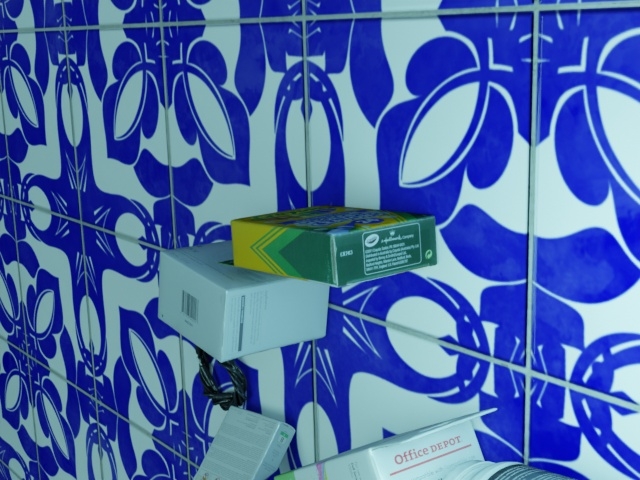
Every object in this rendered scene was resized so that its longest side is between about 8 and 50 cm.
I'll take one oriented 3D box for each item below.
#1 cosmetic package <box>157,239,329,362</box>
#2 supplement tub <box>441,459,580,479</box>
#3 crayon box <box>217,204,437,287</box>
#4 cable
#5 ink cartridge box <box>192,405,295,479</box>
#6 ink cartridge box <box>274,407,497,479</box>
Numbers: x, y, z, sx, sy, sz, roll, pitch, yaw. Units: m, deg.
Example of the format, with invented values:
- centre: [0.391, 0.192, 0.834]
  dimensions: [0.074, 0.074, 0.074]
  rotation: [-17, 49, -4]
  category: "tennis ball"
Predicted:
- centre: [-0.139, 0.095, 1.691]
  dimensions: [0.224, 0.225, 0.138]
  rotation: [25, 116, 47]
  category: "cosmetic package"
- centre: [0.291, 0.399, 1.233]
  dimensions: [0.272, 0.191, 0.191]
  rotation: [4, 102, 52]
  category: "supplement tub"
- centre: [0.000, 0.000, 1.501]
  dimensions: [0.323, 0.203, 0.083]
  rotation: [7, 104, 52]
  category: "crayon box"
- centre: [-0.214, 0.290, 1.989]
  dimensions: [0.184, 0.047, 0.150]
  rotation: [38, 127, 41]
  category: "cable"
- centre: [-0.163, 0.447, 1.854]
  dimensions: [0.181, 0.056, 0.224]
  rotation: [4, 64, 52]
  category: "ink cartridge box"
- centre: [0.111, 0.365, 1.446]
  dimensions: [0.353, 0.207, 0.119]
  rotation: [-33, 71, 52]
  category: "ink cartridge box"
